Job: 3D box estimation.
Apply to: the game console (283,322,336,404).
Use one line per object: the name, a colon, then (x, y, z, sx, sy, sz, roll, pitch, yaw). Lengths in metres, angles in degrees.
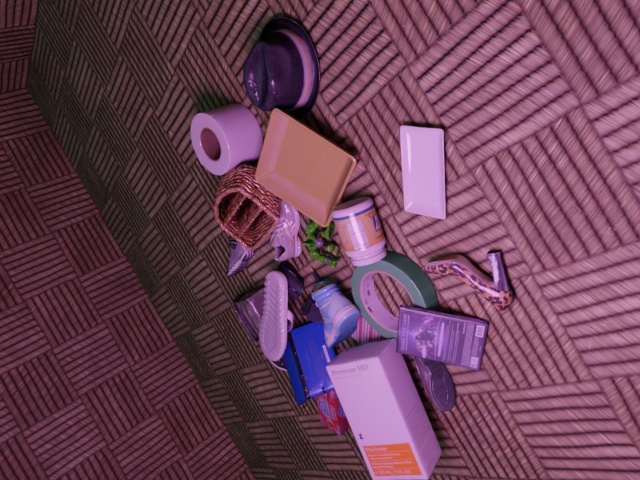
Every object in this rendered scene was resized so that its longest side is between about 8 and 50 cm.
game console: (-0.044, 0.525, 2.215, 0.173, 0.250, 0.293, 56, -166, -69)

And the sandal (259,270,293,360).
sandal: (-0.166, 0.321, 2.158, 0.169, 0.102, 0.417, 30, 122, 43)

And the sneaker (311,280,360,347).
sneaker: (0.042, 0.273, 1.988, 0.208, 0.127, 0.319, 53, 152, 23)

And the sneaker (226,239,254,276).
sneaker: (-0.397, 0.066, 2.415, 0.132, 0.086, 0.229, 56, 132, 13)

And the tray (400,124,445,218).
tray: (0.305, -0.201, 1.506, 0.145, 0.030, 0.271, 17, 125, 42)

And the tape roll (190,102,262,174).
tape roll: (-0.365, -0.395, 2.005, 0.246, 0.169, 0.246, 27, 132, 35)

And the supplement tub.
supplement tub: (0.132, -0.030, 1.711, 0.144, 0.144, 0.200, -5, 110, 49)

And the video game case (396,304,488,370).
video game case: (0.385, 0.313, 1.662, 0.274, 0.026, 0.196, 10, 124, 18)

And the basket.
basket: (-0.301, -0.124, 2.009, 0.299, 0.213, 0.223, -40, 45, 52)

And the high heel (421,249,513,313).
high heel: (0.429, 0.134, 1.526, 0.261, 0.093, 0.186, -10, 100, 41)

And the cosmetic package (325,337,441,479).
cosmetic package: (0.224, 0.596, 1.814, 0.230, 0.161, 0.454, -21, 94, 34)

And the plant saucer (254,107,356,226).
plant saucer: (-0.047, -0.255, 1.778, 0.332, 0.081, 0.333, 34, 136, 10)

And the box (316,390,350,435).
box: (0.066, 0.703, 2.265, 0.128, 0.122, 0.257, 16, 124, 42)

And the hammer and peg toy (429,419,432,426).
hammer and peg toy: (0.248, 0.690, 2.053, 0.266, 0.127, 0.361, 59, 142, 2)

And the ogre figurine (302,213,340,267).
ogre figurine: (0.000, 0.000, 1.917, 0.118, 0.097, 0.197, 0, 125, 35)

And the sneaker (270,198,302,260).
sneaker: (-0.147, -0.035, 2.033, 0.099, 0.121, 0.263, 15, 123, 43)

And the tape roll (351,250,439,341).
tape roll: (0.251, 0.196, 1.780, 0.321, 0.077, 0.322, 26, 130, 36)

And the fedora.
fedora: (-0.151, -0.544, 1.690, 0.334, 0.152, 0.334, 26, 131, 35)

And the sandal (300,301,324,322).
sandal: (0.024, 0.276, 2.109, 0.254, 0.054, 0.097, -17, 107, 41)

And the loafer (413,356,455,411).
loafer: (0.388, 0.462, 1.804, 0.268, 0.096, 0.084, 68, 161, 0)

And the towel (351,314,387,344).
towel: (0.182, 0.353, 1.997, 0.197, 0.029, 0.144, 29, 132, 37)

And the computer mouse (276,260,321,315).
computer mouse: (-0.099, 0.162, 2.122, 0.184, 0.060, 0.262, -53, 56, 29)

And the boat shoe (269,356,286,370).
boat shoe: (-0.114, 0.548, 2.364, 0.340, 0.127, 0.113, 32, 132, 29)

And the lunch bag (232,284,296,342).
lunch bag: (-0.281, 0.342, 2.389, 0.235, 0.169, 0.287, 60, 149, -5)
